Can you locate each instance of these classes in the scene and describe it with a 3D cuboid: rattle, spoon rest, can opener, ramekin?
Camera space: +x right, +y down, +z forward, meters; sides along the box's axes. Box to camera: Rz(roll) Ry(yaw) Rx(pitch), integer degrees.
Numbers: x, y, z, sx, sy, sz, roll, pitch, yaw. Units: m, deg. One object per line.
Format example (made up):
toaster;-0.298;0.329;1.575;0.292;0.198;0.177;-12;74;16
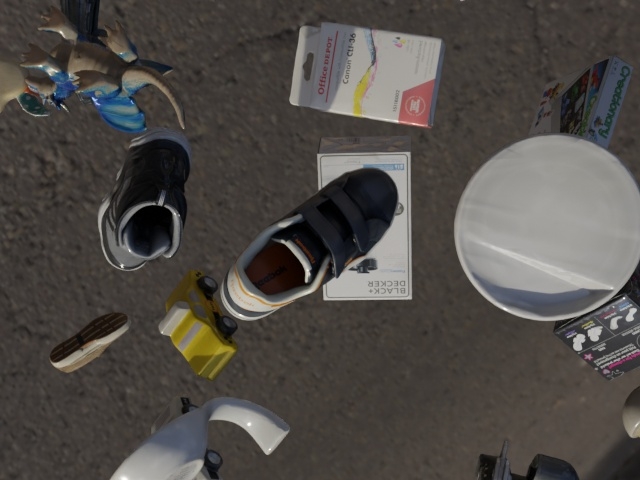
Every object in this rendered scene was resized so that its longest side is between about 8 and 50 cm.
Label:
rattle;-0.469;-0.215;1.556;0.200;0.130;0.142;1;160;-7
spoon rest;-0.154;0.247;1.311;0.276;0.084;0.137;-4;136;-56
can opener;0.150;0.279;0.889;0.076;0.095;0.283;-69;165;-49
ramekin;0.331;-0.026;1.573;0.273;0.273;0.127;-51;180;11

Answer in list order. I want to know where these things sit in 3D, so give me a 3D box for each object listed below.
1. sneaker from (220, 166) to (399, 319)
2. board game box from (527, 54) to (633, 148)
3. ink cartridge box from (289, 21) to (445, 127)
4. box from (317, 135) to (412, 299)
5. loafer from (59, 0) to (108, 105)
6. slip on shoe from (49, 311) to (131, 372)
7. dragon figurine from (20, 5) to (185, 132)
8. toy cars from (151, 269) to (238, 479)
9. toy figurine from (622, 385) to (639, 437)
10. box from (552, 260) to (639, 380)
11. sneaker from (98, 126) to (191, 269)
sneaker;0.000;0.000;1.555;0.321;0.126;0.127;-40;179;-16
board game box;0.420;-0.158;1.852;0.053;0.193;0.305;28;73;-19
ink cartridge box;0.055;-0.218;1.398;0.067;0.198;0.115;-18;117;-77
box;0.084;-0.038;1.922;0.169;0.087;0.289;0;115;3
loafer;-0.397;-0.343;1.828;0.078;0.076;0.223;-5;92;-4
slip on shoe;-0.344;0.157;1.626;0.135;0.051;0.041;-33;133;-3
dragon figurine;-0.220;-0.172;1.151;0.144;0.289;0.085;37;73;-61
toy cars;-0.220;0.231;1.703;0.087;0.176;0.393;16;74;-41
toy figurine;0.386;0.115;0.914;0.213;0.148;0.209;-21;145;-31
box;0.505;0.080;1.763;0.163;0.142;0.247;-38;-162;43
sneaker;-0.247;-0.017;1.451;0.101;0.153;0.268;13;135;-16
